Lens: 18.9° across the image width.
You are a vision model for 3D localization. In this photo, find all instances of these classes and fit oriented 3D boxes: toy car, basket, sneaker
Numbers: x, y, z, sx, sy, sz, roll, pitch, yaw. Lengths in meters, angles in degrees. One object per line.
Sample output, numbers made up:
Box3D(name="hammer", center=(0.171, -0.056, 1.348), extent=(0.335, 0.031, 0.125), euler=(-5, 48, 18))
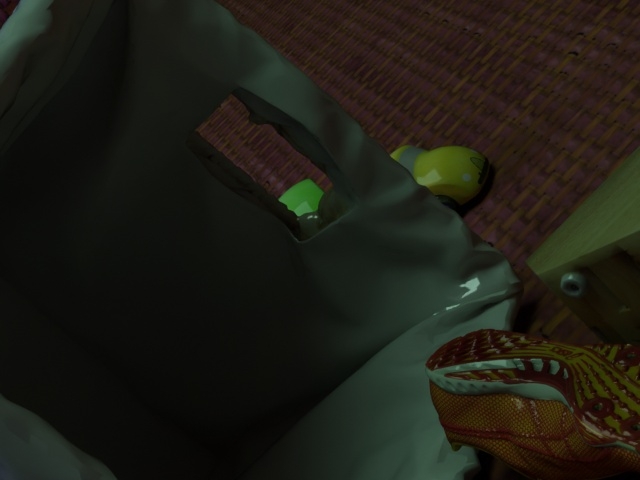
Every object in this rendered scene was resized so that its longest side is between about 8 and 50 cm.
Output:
Box3D(name="toy car", center=(0.000, 0.000, 1.360), extent=(0.239, 0.053, 0.225), euler=(-46, 18, 1))
Box3D(name="basket", center=(-0.114, 0.081, 1.004), extent=(0.266, 0.328, 0.331), euler=(-38, 19, 37))
Box3D(name="sneaker", center=(0.123, 0.085, 0.898), extent=(0.064, 0.067, 0.175), euler=(-33, 25, -28))

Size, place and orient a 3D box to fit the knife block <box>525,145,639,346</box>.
Box3D(name="knife block", center=(0.249, -0.073, 0.893), extent=(0.275, 0.088, 0.242), euler=(-28, 24, 46))
